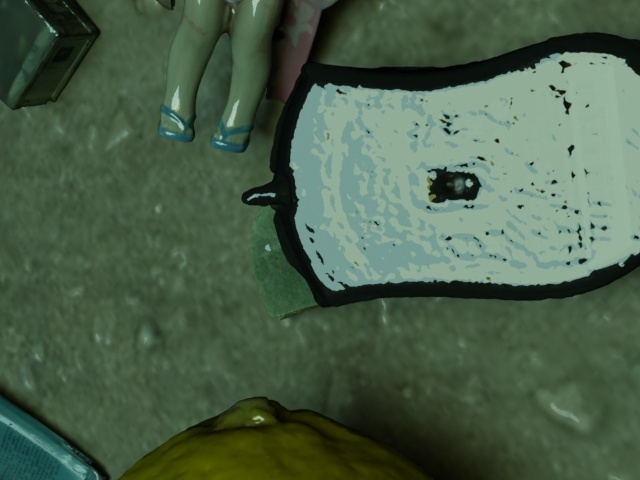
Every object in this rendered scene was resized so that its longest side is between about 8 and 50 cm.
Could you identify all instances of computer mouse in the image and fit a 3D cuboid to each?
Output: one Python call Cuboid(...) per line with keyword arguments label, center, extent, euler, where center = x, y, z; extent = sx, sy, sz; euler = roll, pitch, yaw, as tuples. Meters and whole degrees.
Cuboid(label="computer mouse", center=(0.084, -0.037, 0.846), extent=(0.264, 0.088, 0.147), euler=(-2, 92, 16))

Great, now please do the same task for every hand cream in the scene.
Cuboid(label="hand cream", center=(-0.259, 0.145, 1.135), extent=(0.224, 0.048, 0.083), euler=(36, 114, 19))

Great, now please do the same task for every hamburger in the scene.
Cuboid(label="hamburger", center=(-0.003, 0.000, 0.939), extent=(0.121, 0.054, 0.084), euler=(-23, 84, 41))

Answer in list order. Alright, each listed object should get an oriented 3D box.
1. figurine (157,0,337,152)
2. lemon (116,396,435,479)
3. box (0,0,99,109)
Cuboid(label="figurine", center=(-0.067, -0.189, 0.922), extent=(0.205, 0.103, 0.260), euler=(15, 109, 6))
Cuboid(label="lemon", center=(-0.022, 0.240, 0.847), extent=(0.293, 0.293, 0.293), euler=(4, 97, 33))
Cuboid(label="box", center=(-0.209, -0.141, 1.060), extent=(0.063, 0.060, 0.085), euler=(46, 117, 12))
